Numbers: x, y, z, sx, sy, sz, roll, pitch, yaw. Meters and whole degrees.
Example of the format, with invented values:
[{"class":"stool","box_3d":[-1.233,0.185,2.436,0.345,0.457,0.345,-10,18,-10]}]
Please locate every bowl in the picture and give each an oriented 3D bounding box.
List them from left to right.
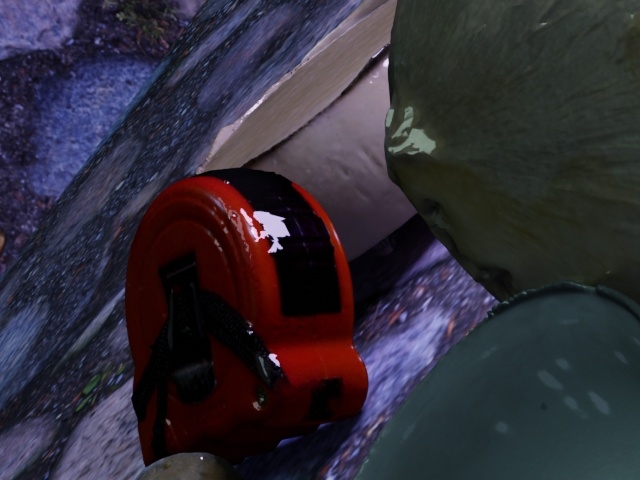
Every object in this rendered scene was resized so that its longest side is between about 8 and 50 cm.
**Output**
[{"class":"bowl","box_3d":[0.123,0.191,0.901,0.313,0.146,0.313,-48,26,34]}]

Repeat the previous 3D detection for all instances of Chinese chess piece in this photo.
[{"class":"Chinese chess piece","box_3d":[0.036,-0.107,1.819,0.338,0.140,0.338,-40,14,12]}]

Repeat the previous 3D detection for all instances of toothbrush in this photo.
[{"class":"toothbrush","box_3d":[0.000,0.000,1.941,0.024,0.029,0.354,-41,12,-15]}]

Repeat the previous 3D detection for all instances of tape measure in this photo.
[{"class":"tape measure","box_3d":[-0.078,0.069,1.644,0.253,0.114,0.260,-27,71,51]}]

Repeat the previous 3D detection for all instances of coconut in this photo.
[{"class":"coconut","box_3d":[0.201,-0.091,1.026,0.360,0.346,0.346,-16,14,-7]}]

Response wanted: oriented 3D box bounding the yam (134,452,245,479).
[{"class":"yam","box_3d":[-0.125,0.260,1.542,0.107,0.107,0.194,-39,18,34]}]
